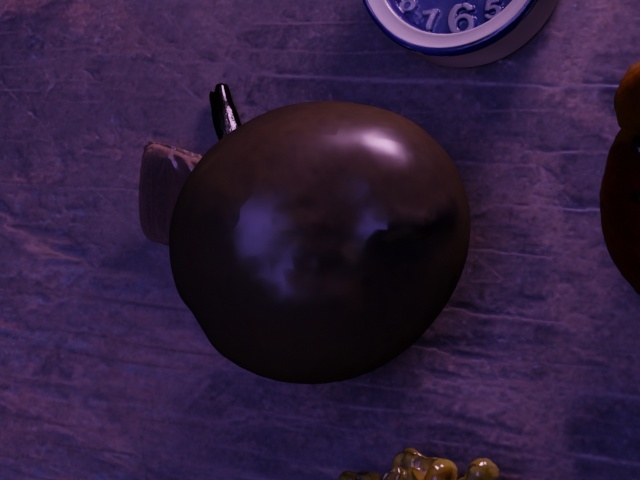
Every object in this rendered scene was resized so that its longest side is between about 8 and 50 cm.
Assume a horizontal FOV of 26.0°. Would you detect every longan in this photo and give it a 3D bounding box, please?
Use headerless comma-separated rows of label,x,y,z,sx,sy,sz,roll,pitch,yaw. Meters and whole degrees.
longan,0.000,0.000,1.473,0.319,0.319,0.319,-4,80,25

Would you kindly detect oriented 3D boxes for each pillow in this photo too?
pillow,-0.134,-0.043,1.669,0.211,0.034,0.135,16,115,26

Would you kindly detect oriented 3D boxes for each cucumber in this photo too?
cucumber,-0.112,-0.132,1.690,0.033,0.034,0.135,-30,70,23

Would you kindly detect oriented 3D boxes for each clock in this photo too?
clock,0.160,-0.313,1.567,0.230,0.083,0.230,-5,78,26

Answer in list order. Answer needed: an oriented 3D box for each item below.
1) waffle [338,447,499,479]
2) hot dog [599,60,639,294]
waffle,0.096,0.375,1.463,0.312,0.060,0.307,-17,69,40
hot dog,0.449,-0.074,1.315,0.365,0.196,0.367,19,100,32
